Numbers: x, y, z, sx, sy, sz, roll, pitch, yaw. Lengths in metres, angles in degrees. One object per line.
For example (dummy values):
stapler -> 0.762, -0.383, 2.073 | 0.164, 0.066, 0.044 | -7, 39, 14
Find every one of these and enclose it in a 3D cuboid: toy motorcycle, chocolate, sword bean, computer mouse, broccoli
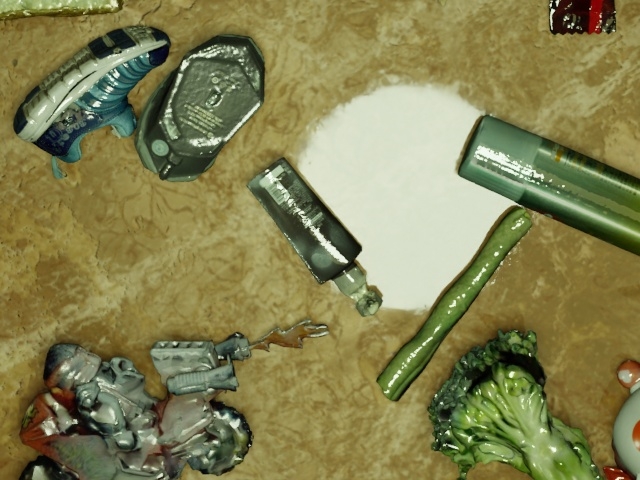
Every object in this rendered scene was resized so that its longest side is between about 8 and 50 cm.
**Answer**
toy motorcycle -> -0.178, 0.184, 1.535 | 0.400, 0.134, 0.207 | -17, 100, 5
chocolate -> 0.298, -0.325, 1.518 | 0.086, 0.028, 0.183 | -3, 95, -5
sword bean -> 0.156, 0.072, 1.550 | 0.038, 0.043, 0.269 | 38, 96, 5
computer mouse -> -0.137, -0.157, 1.534 | 0.105, 0.062, 0.192 | 33, 101, -20
broccoli -> 0.255, 0.247, 1.498 | 0.165, 0.145, 0.304 | -42, 87, 18

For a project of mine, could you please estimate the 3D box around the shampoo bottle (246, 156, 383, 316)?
shampoo bottle -> -0.001, 0.001, 1.542 | 0.057, 0.063, 0.208 | -38, 92, 17

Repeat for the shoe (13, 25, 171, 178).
shoe -> -0.251, -0.165, 1.539 | 0.207, 0.091, 0.106 | -41, 118, 1

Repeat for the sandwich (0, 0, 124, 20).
sandwich -> -0.358, -0.349, 1.519 | 0.251, 0.087, 0.226 | -8, 96, 1

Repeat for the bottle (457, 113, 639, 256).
bottle -> 0.299, -0.053, 1.513 | 0.286, 0.082, 0.082 | 24, 96, 1

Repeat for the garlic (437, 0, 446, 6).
garlic -> 0.162, -0.417, 1.488 | 0.266, 0.148, 0.128 | -44, 55, 10

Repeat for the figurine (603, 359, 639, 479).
figurine -> 0.411, 0.204, 1.508 | 0.183, 0.160, 0.226 | 24, 105, 1
